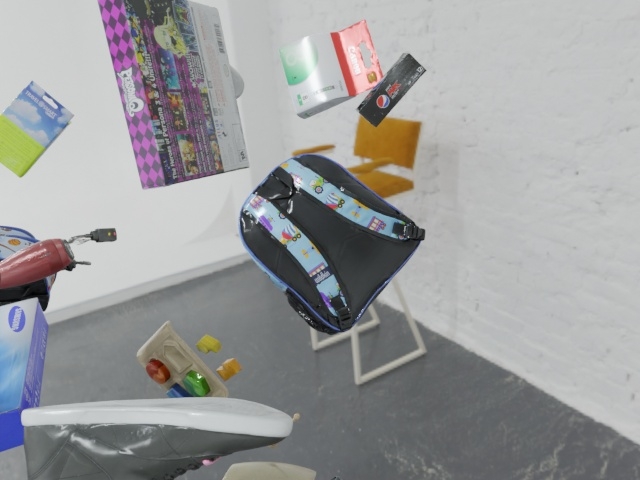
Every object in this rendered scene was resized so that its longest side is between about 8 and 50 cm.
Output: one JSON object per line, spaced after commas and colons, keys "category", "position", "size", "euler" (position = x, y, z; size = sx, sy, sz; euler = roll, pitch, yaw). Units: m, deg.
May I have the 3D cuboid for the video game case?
{"category": "video game case", "position": [-0.178, -0.194, 0.728], "size": [0.042, 0.231, 0.210], "euler": [-6, 11, 23]}

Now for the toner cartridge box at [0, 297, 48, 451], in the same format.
{"category": "toner cartridge box", "position": [-0.586, 0.235, 0.986], "size": [0.165, 0.075, 0.348], "euler": [-15, 28, -16]}

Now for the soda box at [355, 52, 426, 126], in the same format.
{"category": "soda box", "position": [0.157, -0.341, 1.270], "size": [0.169, 0.060, 0.053], "euler": [-48, 17, 11]}

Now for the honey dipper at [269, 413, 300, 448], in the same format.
{"category": "honey dipper", "position": [-0.106, 0.569, 1.680], "size": [0.031, 0.160, 0.030], "euler": [29, 28, -18]}

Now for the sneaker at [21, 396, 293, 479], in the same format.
{"category": "sneaker", "position": [-0.173, 0.247, 0.595], "size": [0.296, 0.146, 0.104], "euler": [-3, -11, 6]}

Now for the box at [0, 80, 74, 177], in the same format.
{"category": "box", "position": [-0.614, -0.233, 1.175], "size": [0.178, 0.109, 0.042], "euler": [-47, 21, 3]}

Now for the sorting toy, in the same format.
{"category": "sorting toy", "position": [-0.312, 0.300, 1.299], "size": [0.307, 0.229, 0.041], "euler": [-41, -3, 42]}

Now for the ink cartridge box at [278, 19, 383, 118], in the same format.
{"category": "ink cartridge box", "position": [0.024, -0.422, 1.361], "size": [0.225, 0.180, 0.056], "euler": [-20, -11, 22]}

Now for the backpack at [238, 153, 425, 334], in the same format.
{"category": "backpack", "position": [0.000, 0.000, 0.621], "size": [0.158, 0.173, 0.117], "euler": [-49, -4, -13]}

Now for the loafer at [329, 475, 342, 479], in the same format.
{"category": "loafer", "position": [-0.039, 0.581, 1.186], "size": [0.223, 0.078, 0.076], "euler": [-27, 0, -13]}

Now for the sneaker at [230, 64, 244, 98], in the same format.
{"category": "sneaker", "position": [-0.253, -0.337, 1.067], "size": [0.217, 0.079, 0.121], "euler": [16, 21, -21]}

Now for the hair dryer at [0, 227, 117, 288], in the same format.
{"category": "hair dryer", "position": [-0.626, 0.063, 1.294], "size": [0.224, 0.080, 0.294], "euler": [-36, -12, 35]}

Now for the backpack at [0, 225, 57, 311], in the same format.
{"category": "backpack", "position": [-0.855, 0.089, 1.507], "size": [0.264, 0.276, 0.213], "euler": [10, 44, -10]}

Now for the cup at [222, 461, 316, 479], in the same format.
{"category": "cup", "position": [-0.186, 0.774, 1.605], "size": [0.237, 0.330, 0.331], "euler": [23, 25, 7]}
